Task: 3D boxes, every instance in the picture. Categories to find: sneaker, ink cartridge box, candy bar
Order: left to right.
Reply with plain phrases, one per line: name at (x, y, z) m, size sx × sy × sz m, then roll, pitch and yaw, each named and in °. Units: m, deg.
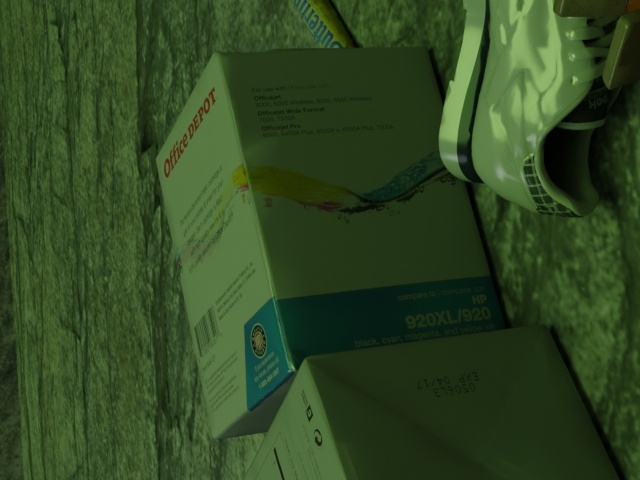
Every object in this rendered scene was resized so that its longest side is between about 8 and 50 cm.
candy bar at (-0.004, -0.190, 1.151) m, size 0.040 × 0.018 × 0.161 m, roll 107°, pitch 148°, yaw -41°
ink cartridge box at (0.000, 0.000, 0.995) m, size 0.171 × 0.168 × 0.233 m, roll 134°, pitch 126°, yaw -59°
sneaker at (0.135, -0.129, 0.789) m, size 0.095 × 0.090 × 0.235 m, roll 31°, pitch 128°, yaw 46°

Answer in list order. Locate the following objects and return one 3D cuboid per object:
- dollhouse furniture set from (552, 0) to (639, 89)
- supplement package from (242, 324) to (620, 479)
dollhouse furniture set at (0.229, -0.106, 0.557) m, size 0.259 × 0.135 × 0.262 m, roll 95°, pitch 157°, yaw -49°
supplement package at (0.053, 0.214, 0.911) m, size 0.293 × 0.177 × 0.175 m, roll 114°, pitch 142°, yaw -49°
